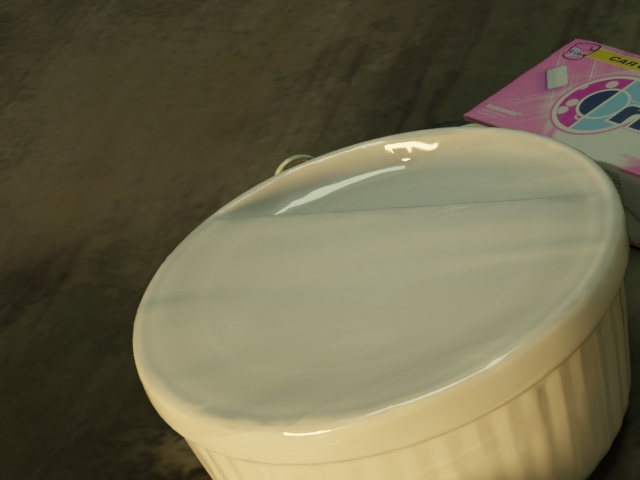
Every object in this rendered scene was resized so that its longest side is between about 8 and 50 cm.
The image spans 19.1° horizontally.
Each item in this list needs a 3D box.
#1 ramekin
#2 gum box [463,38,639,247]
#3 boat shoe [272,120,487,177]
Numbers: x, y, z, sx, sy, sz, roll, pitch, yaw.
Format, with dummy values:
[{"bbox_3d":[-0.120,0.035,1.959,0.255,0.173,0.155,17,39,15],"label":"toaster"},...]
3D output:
[{"bbox_3d":[0.045,0.060,1.032,0.272,0.127,0.273,-15,31,9],"label":"ramekin"},{"bbox_3d":[0.195,-0.061,1.204,0.107,0.062,0.188,-34,33,-23],"label":"gum box"},{"bbox_3d":[0.000,0.000,1.192,0.254,0.095,0.079,-39,40,-10],"label":"boat shoe"}]
